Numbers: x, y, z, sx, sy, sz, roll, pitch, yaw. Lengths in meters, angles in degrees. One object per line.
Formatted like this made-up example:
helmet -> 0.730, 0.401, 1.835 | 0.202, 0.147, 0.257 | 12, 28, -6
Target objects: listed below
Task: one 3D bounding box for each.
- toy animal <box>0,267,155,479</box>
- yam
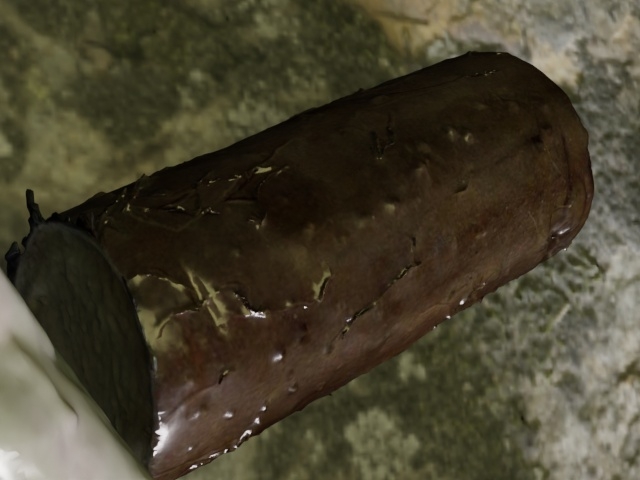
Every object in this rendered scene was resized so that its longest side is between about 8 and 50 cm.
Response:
toy animal -> -0.205, 0.002, 0.385 | 0.188, 0.266, 0.308 | -39, 127, -23
yam -> 0.001, 0.001, 0.560 | 0.279, 0.131, 0.131 | -26, 94, -34
